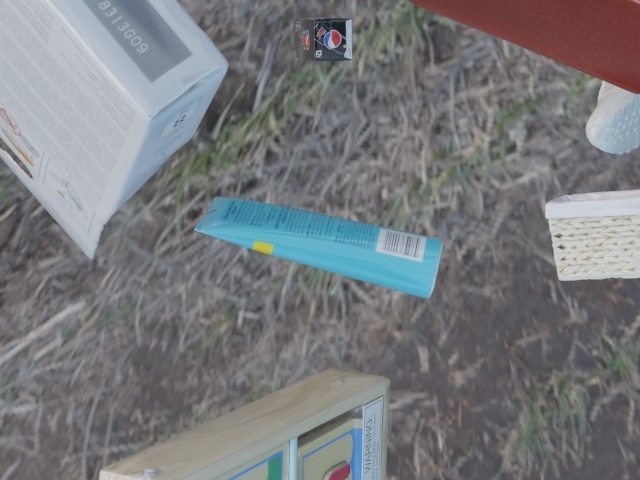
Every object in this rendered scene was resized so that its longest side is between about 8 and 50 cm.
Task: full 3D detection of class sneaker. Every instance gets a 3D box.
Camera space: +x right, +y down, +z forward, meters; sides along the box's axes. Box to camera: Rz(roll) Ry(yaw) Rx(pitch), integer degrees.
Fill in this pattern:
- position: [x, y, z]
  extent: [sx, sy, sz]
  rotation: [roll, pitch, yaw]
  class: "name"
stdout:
- position: [0.420, -0.197, 1.874]
  extent: [0.095, 0.235, 0.090]
  rotation: [28, 136, 29]
  class: "sneaker"

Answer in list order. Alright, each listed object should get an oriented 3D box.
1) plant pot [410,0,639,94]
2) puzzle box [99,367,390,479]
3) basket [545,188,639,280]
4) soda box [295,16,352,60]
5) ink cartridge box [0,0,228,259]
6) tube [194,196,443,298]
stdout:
- position: [0.255, -0.300, 1.212]
  extent: [0.267, 0.236, 0.267]
  rotation: [21, 94, -5]
  class: "plant pot"
- position: [-0.041, 0.307, 0.881]
  extent: [0.052, 0.272, 0.408]
  rotation: [6, 101, 29]
  class: "puzzle box"
- position: [0.376, -0.008, 1.702]
  extent: [0.167, 0.113, 0.103]
  rotation: [-4, 95, 23]
  class: "basket"
- position: [0.003, -0.279, 1.887]
  extent: [0.053, 0.169, 0.060]
  rotation: [-3, 100, -9]
  class: "soda box"
- position: [-0.243, -0.169, 1.177]
  extent: [0.091, 0.385, 0.308]
  rotation: [-40, 87, -23]
  class: "ink cartridge box"
- position: [0.000, 0.000, 1.174]
  extent: [0.207, 0.080, 0.052]
  rotation: [14, 108, 2]
  class: "tube"
